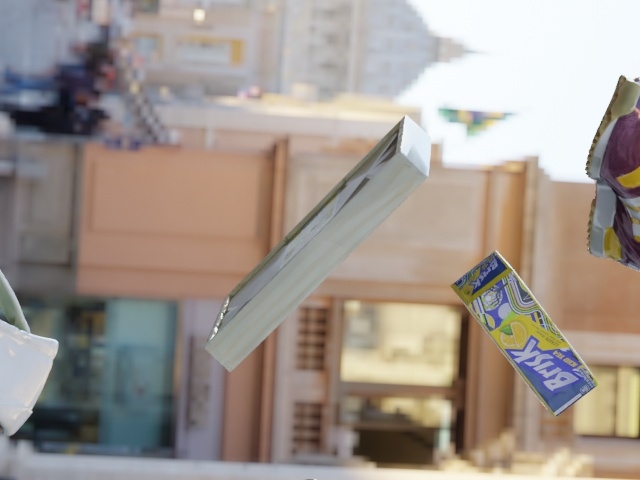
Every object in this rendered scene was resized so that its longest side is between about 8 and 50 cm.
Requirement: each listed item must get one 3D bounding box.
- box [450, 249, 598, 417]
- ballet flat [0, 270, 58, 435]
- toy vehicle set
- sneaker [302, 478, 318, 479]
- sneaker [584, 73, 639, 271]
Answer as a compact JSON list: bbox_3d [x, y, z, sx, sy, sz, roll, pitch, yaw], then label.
[{"bbox_3d":[0.202,0.093,1.914,0.169,0.059,0.054,51,3,-28],"label":"box"},{"bbox_3d":[-0.381,0.011,1.697,0.400,0.139,0.139,48,17,-25],"label":"ballet flat"},{"bbox_3d":[0.000,0.000,1.852,0.267,0.035,0.166,-45,-172,15],"label":"toy vehicle set"},{"bbox_3d":[0.022,0.384,2.024,0.130,0.109,0.286,-40,114,-81],"label":"sneaker"},{"bbox_3d":[0.216,-0.038,1.226,0.070,0.083,0.185,-63,161,-22],"label":"sneaker"}]
